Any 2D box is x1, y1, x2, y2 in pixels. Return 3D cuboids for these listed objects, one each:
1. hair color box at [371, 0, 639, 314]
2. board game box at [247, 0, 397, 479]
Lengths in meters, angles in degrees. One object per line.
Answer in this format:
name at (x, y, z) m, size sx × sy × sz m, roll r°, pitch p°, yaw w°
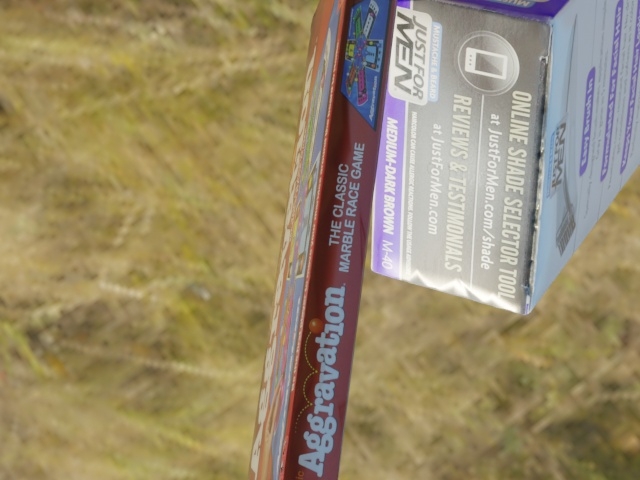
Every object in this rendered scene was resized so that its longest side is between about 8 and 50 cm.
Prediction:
hair color box at (0.148, -0.123, 1.106) m, size 0.339 × 0.110 × 0.185 m, roll -47°, pitch 145°, yaw -51°
board game box at (0.000, 0.000, 0.852) m, size 0.027 × 0.281 × 0.145 m, roll 9°, pitch 164°, yaw -6°
